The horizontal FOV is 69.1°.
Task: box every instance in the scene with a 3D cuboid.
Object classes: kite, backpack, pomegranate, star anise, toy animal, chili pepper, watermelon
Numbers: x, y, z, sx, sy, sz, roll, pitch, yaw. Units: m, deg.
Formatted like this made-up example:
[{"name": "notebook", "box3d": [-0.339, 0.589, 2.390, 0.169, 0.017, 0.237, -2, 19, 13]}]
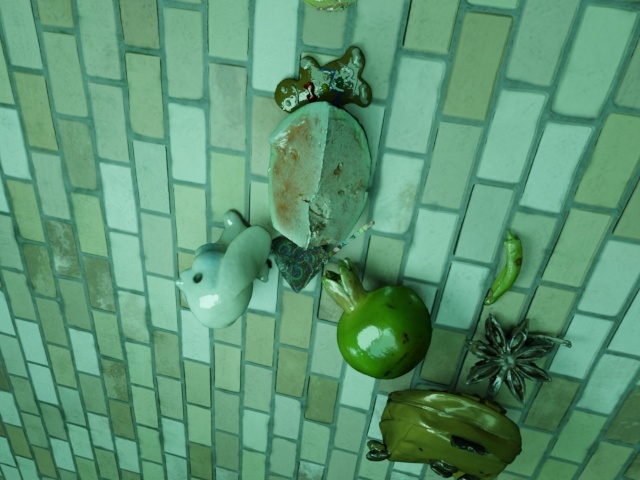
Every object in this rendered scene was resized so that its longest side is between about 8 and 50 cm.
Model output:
[{"name": "kite", "box3d": [0.000, 0.000, 1.100, 0.286, 0.015, 0.152, -37, 74, 28]}, {"name": "backpack", "box3d": [0.308, 0.490, 1.170, 0.354, 0.201, 0.378, 14, 149, 6]}, {"name": "pomegranate", "box3d": [0.119, 0.180, 1.085, 0.236, 0.236, 0.302, -37, 105, 28]}, {"name": "star anise", "box3d": [0.459, 0.277, 1.112, 0.263, 0.081, 0.229, -21, 82, 0]}, {"name": "toy animal", "box3d": [-0.220, 0.090, 1.107, 0.174, 0.289, 0.249, 23, 141, -1]}, {"name": "chili pepper", "box3d": [0.422, 0.075, 1.053, 0.049, 0.043, 0.207, 3, 120, -2]}, {"name": "watermelon", "box3d": [-0.002, -0.144, 0.961, 0.224, 0.180, 0.304, 7, 117, -2]}]

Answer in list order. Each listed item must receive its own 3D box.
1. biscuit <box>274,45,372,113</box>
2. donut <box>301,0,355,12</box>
[{"name": "biscuit", "box3d": [-0.001, -0.310, 0.958, 0.205, 0.031, 0.138, -6, 116, 19]}, {"name": "donut", "box3d": [0.012, -0.499, 0.829, 0.175, 0.068, 0.174, 6, 119, 12]}]
